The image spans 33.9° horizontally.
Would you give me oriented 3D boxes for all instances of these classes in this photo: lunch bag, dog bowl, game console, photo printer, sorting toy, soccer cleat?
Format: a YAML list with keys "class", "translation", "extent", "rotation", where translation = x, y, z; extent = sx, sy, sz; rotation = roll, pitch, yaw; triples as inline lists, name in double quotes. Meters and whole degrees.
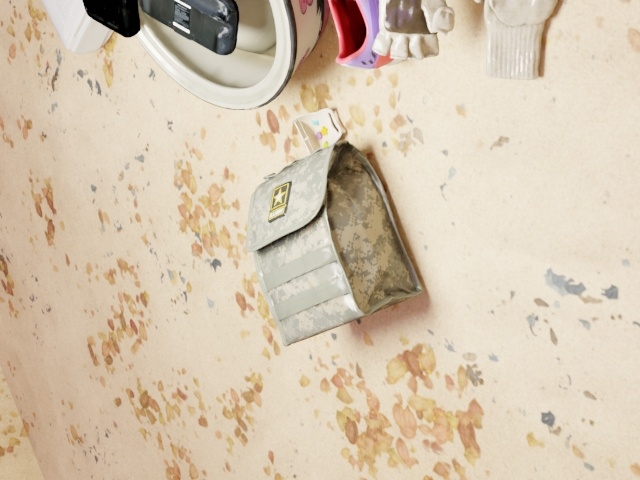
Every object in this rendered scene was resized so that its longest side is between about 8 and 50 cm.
- class: "lunch bag"
  translation: [0.000, 0.000, 1.718]
  extent: [0.235, 0.169, 0.287]
  rotation: [-25, 84, 50]
- class: "dog bowl"
  translation: [-0.156, -0.419, 1.674]
  extent: [0.408, 0.150, 0.408]
  rotation: [29, 142, 27]
- class: "game console"
  translation: [-0.269, -0.391, 1.659]
  extent: [0.361, 0.044, 0.213]
  rotation: [32, 145, 23]
- class: "photo printer"
  translation: [-0.504, -0.577, 2.143]
  extent: [0.256, 0.107, 0.307]
  rotation: [-45, 69, 48]
- class: "sorting toy"
  translation: [0.003, -0.182, 1.747]
  extent: [0.075, 0.045, 0.083]
  rotation: [-32, 79, 44]
- class: "soccer cleat"
  translation: [0.057, -0.408, 1.527]
  extent: [0.109, 0.116, 0.318]
  rotation: [8, 110, 49]

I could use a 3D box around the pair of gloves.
- class: "pair of gloves"
  translation: [0.190, -0.321, 1.388]
  extent: [0.240, 0.042, 0.204]
  rotation: [14, 119, 14]
